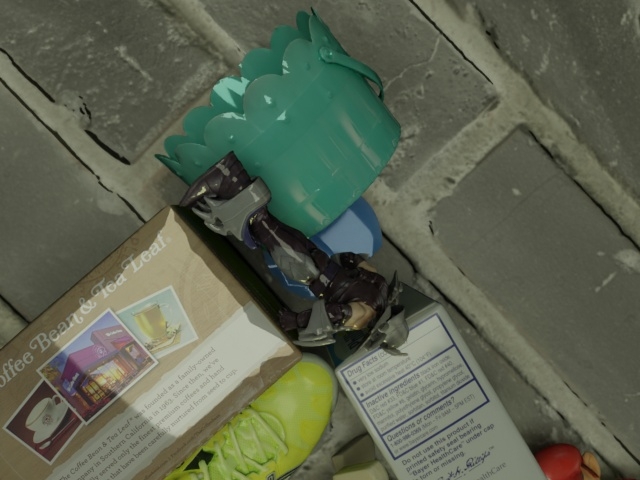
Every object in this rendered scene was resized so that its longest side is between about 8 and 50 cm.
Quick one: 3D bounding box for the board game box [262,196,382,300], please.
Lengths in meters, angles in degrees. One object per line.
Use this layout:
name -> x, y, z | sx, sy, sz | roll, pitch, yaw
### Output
board game box -> 0.000, 0.000, 1.064 | 0.169, 0.033, 0.133 | -44, 89, -6

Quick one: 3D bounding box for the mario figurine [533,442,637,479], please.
mario figurine -> 0.403, 0.410, 1.034 | 0.321, 0.170, 0.198 | 37, 55, -12

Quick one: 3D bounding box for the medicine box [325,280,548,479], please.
medicine box -> 0.136, 0.219, 0.965 | 0.149, 0.263, 0.289 | -31, 94, -2

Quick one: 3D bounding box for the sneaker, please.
sneaker -> -0.121, 0.292, 0.920 | 0.385, 0.147, 0.145 | -43, 94, -6

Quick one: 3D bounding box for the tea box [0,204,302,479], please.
tea box -> -0.217, 0.138, 0.910 | 0.329, 0.323, 0.220 | -41, 94, 0

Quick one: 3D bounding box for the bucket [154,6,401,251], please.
bucket -> -0.047, -0.132, 0.933 | 0.281, 0.281, 0.183 | -45, 110, -1

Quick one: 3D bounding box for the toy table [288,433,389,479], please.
toy table -> 0.023, 0.383, 0.989 | 0.274, 0.252, 0.160 | -27, 88, 31

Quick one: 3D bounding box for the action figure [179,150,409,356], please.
action figure -> -0.014, 0.027, 0.790 | 0.285, 0.185, 0.099 | 41, 102, -3
